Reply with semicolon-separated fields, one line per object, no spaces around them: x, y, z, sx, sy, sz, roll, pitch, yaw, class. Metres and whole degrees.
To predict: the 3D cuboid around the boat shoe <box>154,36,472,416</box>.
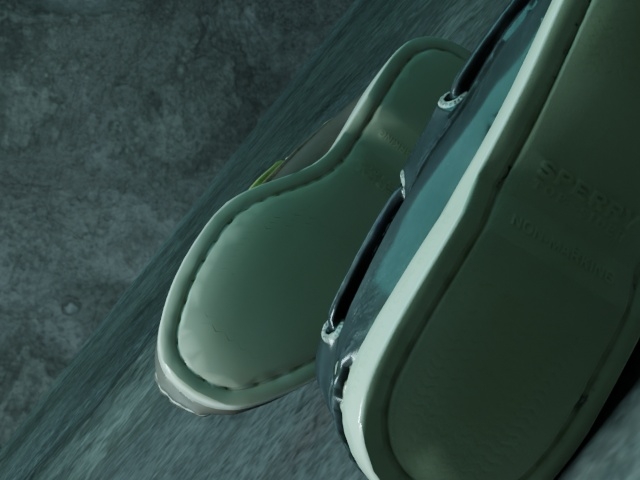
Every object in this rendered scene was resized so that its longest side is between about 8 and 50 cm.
0.000;0.000;1.144;0.324;0.116;0.097;-51;3;-37;boat shoe

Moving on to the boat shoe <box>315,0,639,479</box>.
0.110;-0.049;0.730;0.340;0.127;0.113;-60;21;-4;boat shoe
